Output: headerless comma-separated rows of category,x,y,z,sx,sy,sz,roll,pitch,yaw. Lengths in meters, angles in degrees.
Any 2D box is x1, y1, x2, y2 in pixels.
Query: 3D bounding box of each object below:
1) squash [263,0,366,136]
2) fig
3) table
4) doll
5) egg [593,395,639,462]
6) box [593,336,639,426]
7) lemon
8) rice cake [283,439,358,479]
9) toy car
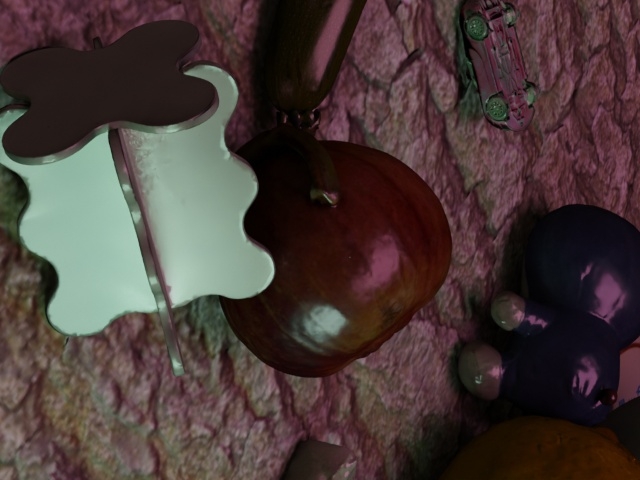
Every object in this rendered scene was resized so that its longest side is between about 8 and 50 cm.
squash,0.014,-0.228,1.128,0.071,0.080,0.318,23,75,-15
fig,0.000,0.001,1.073,0.205,0.205,0.205,-17,112,-51
table,-0.123,-0.022,0.926,0.166,0.167,0.198,-46,140,-38
doll,0.271,0.083,1.504,0.228,0.154,0.258,43,55,-40
egg,0.398,0.344,1.600,0.276,0.276,0.389,-24,137,-49
box,0.442,0.138,1.798,0.265,0.048,0.273,-11,108,-45
lemon,0.220,0.322,1.379,0.258,0.258,0.310,55,50,-45
rice cake,-0.044,0.290,1.186,0.256,0.057,0.052,-61,158,-24
toy car,0.174,-0.176,1.373,0.069,0.055,0.142,-29,107,-48
